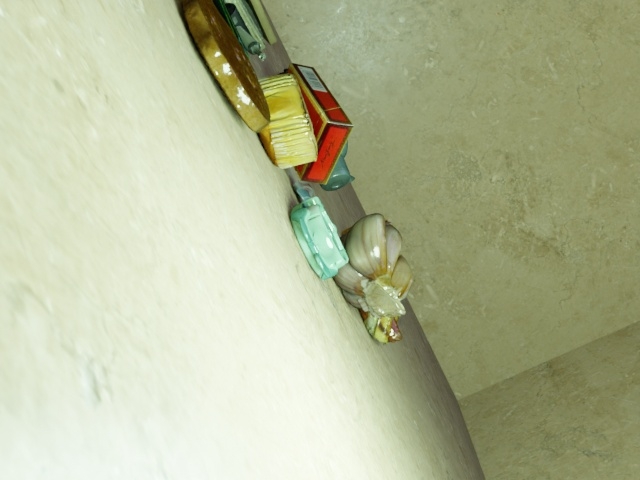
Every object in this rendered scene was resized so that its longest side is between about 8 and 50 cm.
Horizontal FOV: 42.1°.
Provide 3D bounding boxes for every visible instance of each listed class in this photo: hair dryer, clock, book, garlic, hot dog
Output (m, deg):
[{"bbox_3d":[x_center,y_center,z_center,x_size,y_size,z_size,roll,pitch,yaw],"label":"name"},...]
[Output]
[{"bbox_3d":[-0.155,-0.414,1.732,0.198,0.057,0.100,52,-3,44],"label":"hair dryer"},{"bbox_3d":[-0.001,0.001,1.551,0.188,0.060,0.148,-75,139,-78],"label":"clock"},{"bbox_3d":[-0.202,-0.661,2.311,0.161,0.026,0.231,50,-6,29],"label":"book"},{"bbox_3d":[0.094,0.044,1.721,0.214,0.160,0.191,55,27,-38],"label":"garlic"},{"bbox_3d":[0.134,0.136,1.919,0.146,0.103,0.213,20,46,-82],"label":"hot dog"}]

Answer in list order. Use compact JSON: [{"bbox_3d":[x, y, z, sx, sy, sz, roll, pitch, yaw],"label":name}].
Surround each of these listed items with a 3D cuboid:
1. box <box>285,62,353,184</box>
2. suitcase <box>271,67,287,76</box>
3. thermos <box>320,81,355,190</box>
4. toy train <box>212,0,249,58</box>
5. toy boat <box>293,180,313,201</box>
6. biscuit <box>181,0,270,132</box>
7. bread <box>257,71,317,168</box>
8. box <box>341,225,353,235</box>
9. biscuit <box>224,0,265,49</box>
[{"bbox_3d":[-0.026,-0.251,1.770,0.074,0.153,0.240,9,35,-32],"label":"box"},{"bbox_3d":[-0.096,-0.438,2.407,0.126,0.059,0.086,25,42,-80],"label":"suitcase"},{"bbox_3d":[-0.017,-0.261,2.083,0.182,0.145,0.287,6,54,-44],"label":"thermos"},{"bbox_3d":[-0.206,-0.455,1.686,0.209,0.044,0.042,66,7,8],"label":"toy train"},{"bbox_3d":[-0.019,-0.064,1.764,0.122,0.034,0.096,68,13,14],"label":"toy boat"},{"bbox_3d":[-0.168,-0.318,1.466,0.257,0.049,0.273,56,9,-39],"label":"biscuit"},{"bbox_3d":[-0.075,-0.235,1.638,0.132,0.114,0.191,73,4,-64],"label":"bread"},{"bbox_3d":[0.134,0.080,2.239,0.174,0.076,0.274,61,8,-21],"label":"box"},{"bbox_3d":[-0.220,-0.624,2.160,0.252,0.052,0.150,57,10,-39],"label":"biscuit"}]
